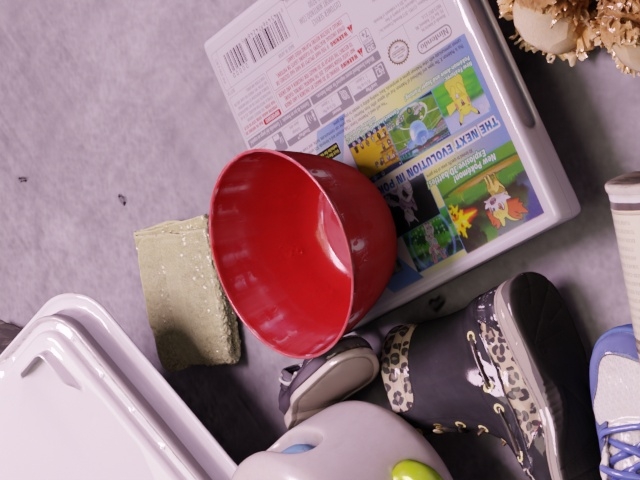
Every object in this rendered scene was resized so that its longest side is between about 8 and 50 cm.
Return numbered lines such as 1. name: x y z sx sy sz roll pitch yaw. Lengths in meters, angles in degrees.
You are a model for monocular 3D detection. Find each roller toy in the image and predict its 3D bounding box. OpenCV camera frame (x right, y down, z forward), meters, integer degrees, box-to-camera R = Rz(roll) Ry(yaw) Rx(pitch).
1. roller toy: 0.018 0.250 1.715 0.191 0.146 0.209 37 140 32

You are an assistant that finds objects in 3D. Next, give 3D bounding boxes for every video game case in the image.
1. video game case: 0.050 -0.102 1.697 0.329 0.036 0.300 -30 81 50

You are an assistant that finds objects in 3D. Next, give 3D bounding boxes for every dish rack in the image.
1. dish rack: -0.222 0.247 1.857 0.333 0.072 0.285 49 118 12

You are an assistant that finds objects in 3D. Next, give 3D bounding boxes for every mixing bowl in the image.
1. mixing bowl: 0.000 0.000 1.686 0.181 0.098 0.181 23 121 43

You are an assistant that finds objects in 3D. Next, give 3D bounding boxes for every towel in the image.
1. towel: -0.128 0.052 1.930 0.110 0.027 0.148 -9 94 42

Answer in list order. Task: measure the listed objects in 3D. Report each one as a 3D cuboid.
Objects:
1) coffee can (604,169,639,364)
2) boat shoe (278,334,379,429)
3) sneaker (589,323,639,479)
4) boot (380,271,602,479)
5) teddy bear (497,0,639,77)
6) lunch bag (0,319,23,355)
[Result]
1. coffee can: 0.324 0.075 1.415 0.201 0.201 0.275 -7 97 42
2. boat shoe: -0.002 0.113 1.766 0.206 0.075 0.065 120 136 -67
3. sneaker: 0.267 0.212 1.553 0.112 0.131 0.296 -22 85 45
4. boot: 0.153 0.156 1.675 0.178 0.085 0.236 -20 88 47
5. teddy bear: 0.218 -0.282 1.495 0.245 0.113 0.338 0 109 49
6. lunch bag: -0.305 0.252 2.046 0.235 0.169 0.287 14 106 37
